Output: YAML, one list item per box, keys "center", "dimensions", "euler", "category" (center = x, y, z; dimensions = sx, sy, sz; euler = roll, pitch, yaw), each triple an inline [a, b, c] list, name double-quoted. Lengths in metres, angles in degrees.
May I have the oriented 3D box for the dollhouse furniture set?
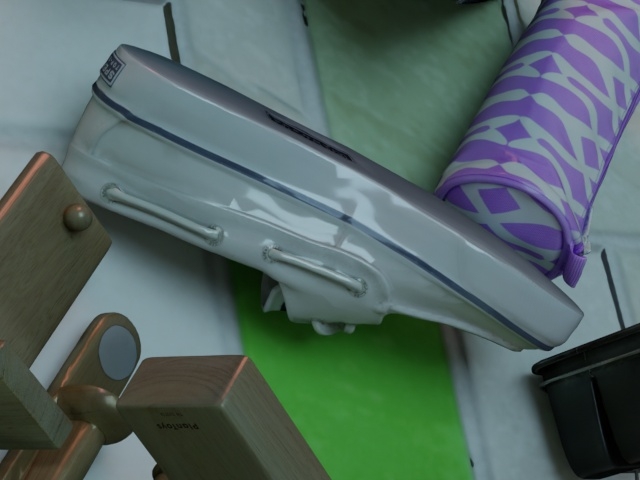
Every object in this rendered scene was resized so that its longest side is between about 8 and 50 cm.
- center: [-0.054, 0.051, 0.672]
  dimensions: [0.144, 0.151, 0.123]
  euler: [59, 43, -33]
  category: "dollhouse furniture set"

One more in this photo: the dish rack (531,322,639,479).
- center: [0.271, 0.077, 0.846]
  dimensions: [0.271, 0.208, 0.074]
  euler: [4, 72, -33]
  category: "dish rack"

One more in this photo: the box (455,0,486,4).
- center: [0.037, -0.234, 0.888]
  dimensions: [0.233, 0.059, 0.183]
  euler: [51, 16, 0]
  category: "box"

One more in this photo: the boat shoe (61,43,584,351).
- center: [0.000, 0.000, 0.788]
  dimensions: [0.258, 0.084, 0.095]
  euler: [28, 10, -8]
  category: "boat shoe"

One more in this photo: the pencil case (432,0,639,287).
- center: [0.132, -0.065, 0.897]
  dimensions: [0.088, 0.086, 0.206]
  euler: [17, 52, 17]
  category: "pencil case"
